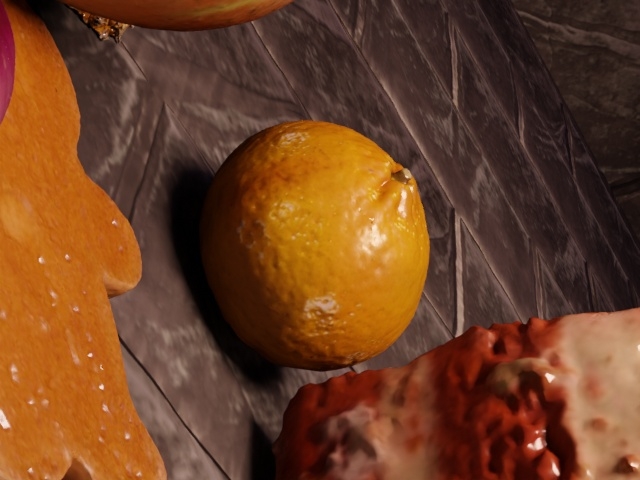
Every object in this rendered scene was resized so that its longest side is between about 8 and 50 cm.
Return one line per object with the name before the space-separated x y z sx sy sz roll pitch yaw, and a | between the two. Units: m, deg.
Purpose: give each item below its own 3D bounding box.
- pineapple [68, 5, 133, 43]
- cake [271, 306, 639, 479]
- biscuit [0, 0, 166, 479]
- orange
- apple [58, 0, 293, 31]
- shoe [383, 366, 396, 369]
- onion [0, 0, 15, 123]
pineapple | -0.155 -0.165 1.008 0.083 0.019 0.045 51 19 -37
cake | 0.153 0.218 0.930 0.270 0.320 0.269 50 26 -42
biscuit | -0.158 -0.003 0.767 0.205 0.049 0.324 36 37 -60
orange | -0.002 0.003 1.030 0.177 0.155 0.177 -10 90 -68
apple | -0.108 -0.290 0.845 0.305 0.338 0.338 26 15 11
shoe | 0.126 0.218 1.185 0.095 0.110 0.265 8 63 -67
onion | -0.205 -0.093 0.598 0.177 0.153 0.177 34 2 -1
